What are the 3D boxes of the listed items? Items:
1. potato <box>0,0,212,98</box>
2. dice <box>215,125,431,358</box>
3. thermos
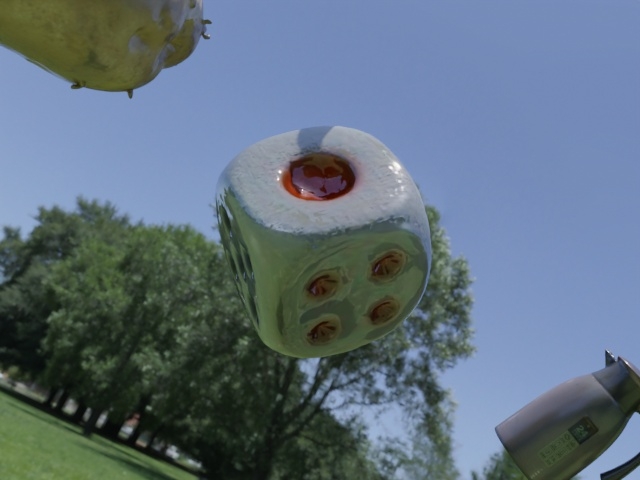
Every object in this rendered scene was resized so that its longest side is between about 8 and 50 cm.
[{"bbox_3d":[-0.190,-0.178,0.523,0.161,0.128,0.234,14,-3,32],"label":"potato"},{"bbox_3d":[0.000,0.000,0.819,0.194,0.193,0.192,-125,-157,-43],"label":"dice"},{"bbox_3d":[0.339,0.238,0.933,0.137,0.193,0.105,55,8,26],"label":"thermos"}]
